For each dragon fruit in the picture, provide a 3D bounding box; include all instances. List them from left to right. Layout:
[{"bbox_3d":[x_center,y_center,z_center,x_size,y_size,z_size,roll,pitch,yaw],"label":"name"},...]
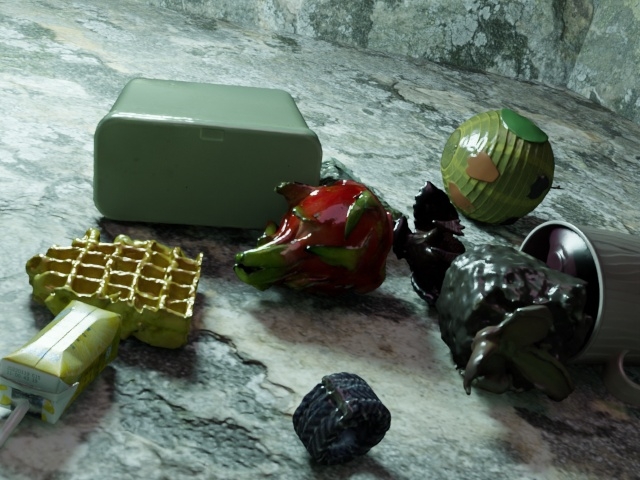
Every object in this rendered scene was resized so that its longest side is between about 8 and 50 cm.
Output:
[{"bbox_3d":[-0.010,0.005,1.215,0.269,0.198,0.200,-19,-3,-14],"label":"dragon fruit"}]

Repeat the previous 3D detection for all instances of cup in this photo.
[{"bbox_3d":[0.470,0.106,1.225,0.273,0.208,0.288,7,24,-23],"label":"cup"}]

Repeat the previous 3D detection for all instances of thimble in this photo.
[{"bbox_3d":[0.024,0.199,0.879,0.066,0.095,0.104,49,2,36],"label":"thimble"}]

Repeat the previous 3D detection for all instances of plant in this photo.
[{"bbox_3d":[0.268,0.114,1.112,0.204,0.178,0.234,10,18,-16],"label":"plant"}]

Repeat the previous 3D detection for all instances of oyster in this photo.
[{"bbox_3d":[0.044,-0.080,1.483,0.198,0.112,0.268,-8,30,-44],"label":"oyster"}]

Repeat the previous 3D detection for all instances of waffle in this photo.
[{"bbox_3d":[-0.271,0.048,1.057,0.219,0.057,0.229,12,23,-9],"label":"waffle"}]

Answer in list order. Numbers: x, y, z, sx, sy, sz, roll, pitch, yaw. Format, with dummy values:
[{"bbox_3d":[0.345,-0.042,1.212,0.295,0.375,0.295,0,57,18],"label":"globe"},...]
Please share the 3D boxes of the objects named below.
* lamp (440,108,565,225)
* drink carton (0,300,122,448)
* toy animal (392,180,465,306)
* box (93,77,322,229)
[{"bbox_3d":[0.397,-0.146,1.713,0.284,0.250,0.250,19,22,-14],"label":"lamp"},{"bbox_3d":[-0.283,0.136,0.836,0.084,0.074,0.200,18,22,5],"label":"drink carton"},{"bbox_3d":[0.184,0.019,1.332,0.116,0.218,0.179,-4,-23,10],"label":"toy animal"},{"bbox_3d":[-0.196,-0.162,1.396,0.352,0.177,0.344,3,22,-9],"label":"box"}]
